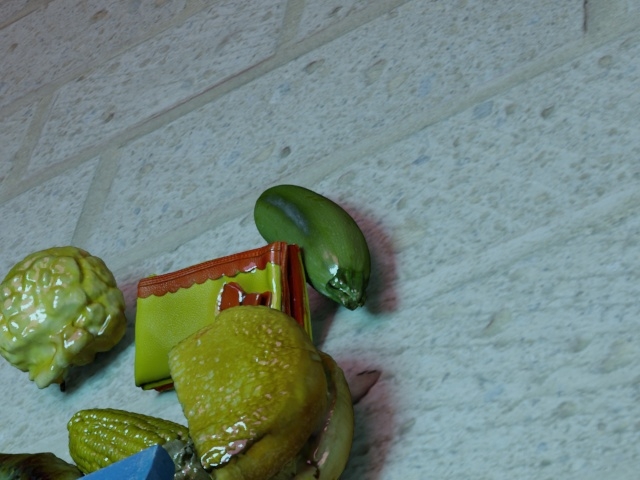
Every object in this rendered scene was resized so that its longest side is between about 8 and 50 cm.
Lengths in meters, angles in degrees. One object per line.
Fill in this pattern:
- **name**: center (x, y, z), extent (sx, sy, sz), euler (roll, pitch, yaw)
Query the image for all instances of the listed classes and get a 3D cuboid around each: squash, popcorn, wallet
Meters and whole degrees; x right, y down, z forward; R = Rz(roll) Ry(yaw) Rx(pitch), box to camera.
- **squash**: center (0.000, 0.000, 1.909), extent (0.094, 0.094, 0.341), euler (-39, 25, -3)
- **popcorn**: center (-0.328, 0.096, 2.084), extent (0.180, 0.170, 0.180), euler (-21, 15, 6)
- **wallet**: center (-0.119, 0.085, 1.878), extent (0.241, 0.067, 0.141), euler (-16, 70, 38)

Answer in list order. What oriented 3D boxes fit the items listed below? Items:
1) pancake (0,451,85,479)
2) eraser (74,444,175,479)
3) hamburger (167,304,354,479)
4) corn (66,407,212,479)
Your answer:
- **pancake**: center (-0.382, 0.350, 1.847), extent (0.305, 0.067, 0.427), euler (-38, 29, 3)
- **eraser**: center (-0.285, 0.307, 1.656), extent (0.311, 0.043, 0.144), euler (-26, 20, 26)
- **hamburger**: center (-0.044, 0.170, 1.647), extent (0.156, 0.144, 0.283), euler (-29, 32, 1)
- **corn**: center (-0.196, 0.231, 1.779), extent (0.097, 0.097, 0.261), euler (-49, 29, -21)
